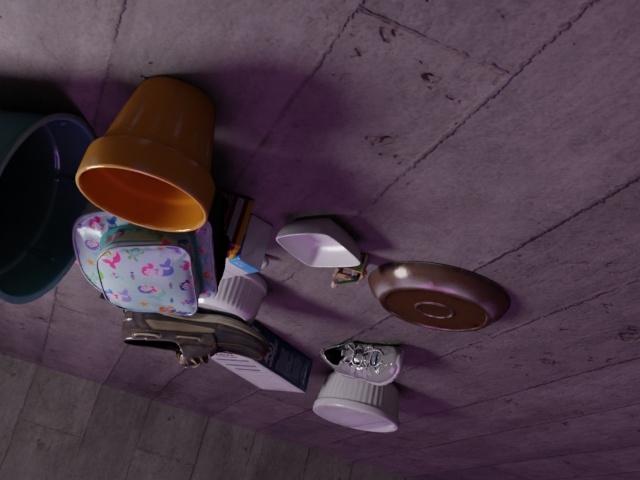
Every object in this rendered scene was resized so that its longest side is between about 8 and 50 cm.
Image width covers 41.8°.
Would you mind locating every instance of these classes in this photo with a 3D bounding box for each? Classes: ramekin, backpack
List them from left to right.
[{"bbox_3d":[-0.303,0.011,1.468,0.254,0.191,0.225,8,134,6],"label":"backpack"},{"bbox_3d":[-0.237,0.134,2.014,0.207,0.109,0.207,12,157,5],"label":"ramekin"},{"bbox_3d":[0.121,0.494,2.594,0.273,0.127,0.273,12,156,6],"label":"ramekin"}]

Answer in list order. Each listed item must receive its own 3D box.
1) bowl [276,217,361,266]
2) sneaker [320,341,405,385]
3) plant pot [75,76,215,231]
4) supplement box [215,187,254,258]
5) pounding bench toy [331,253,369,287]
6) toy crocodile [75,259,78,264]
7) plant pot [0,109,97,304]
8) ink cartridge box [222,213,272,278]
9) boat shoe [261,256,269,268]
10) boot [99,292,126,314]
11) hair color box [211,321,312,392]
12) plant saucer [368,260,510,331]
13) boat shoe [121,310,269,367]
[{"bbox_3d":[0.000,0.000,1.647,0.142,0.053,0.142,-4,151,36],"label":"bowl"},{"bbox_3d":[0.108,0.325,2.246,0.115,0.105,0.281,30,153,-32],"label":"sneaker"},{"bbox_3d":[-0.250,-0.142,1.302,0.205,0.187,0.205,11,156,5],"label":"plant pot"},{"bbox_3d":[-0.235,-0.049,1.607,0.188,0.104,0.081,19,156,-10],"label":"supplement box"},{"bbox_3d":[0.062,0.066,1.721,0.065,0.083,0.052,17,156,-4],"label":"pounding bench toy"},{"bbox_3d":[-0.535,0.015,1.922,0.341,0.105,0.115,23,155,-20],"label":"toy crocodile"},{"bbox_3d":[-0.621,-0.102,1.475,0.334,0.341,0.341,18,158,13],"label":"plant pot"},{"bbox_3d":[-0.187,0.018,1.728,0.060,0.104,0.180,31,151,-34],"label":"ink cartridge box"},{"bbox_3d":[-0.163,0.036,1.847,0.100,0.035,0.035,15,160,15],"label":"boat shoe"},{"bbox_3d":[-0.571,0.167,2.358,0.099,0.045,0.121,18,149,-14],"label":"boot"},{"bbox_3d":[-0.186,0.335,2.439,0.174,0.105,0.347,-2,152,32],"label":"hair color box"},{"bbox_3d":[0.250,0.132,1.809,0.311,0.050,0.310,13,158,5],"label":"plant saucer"},{"bbox_3d":[-0.301,0.241,1.986,0.356,0.130,0.132,15,157,-1],"label":"boat shoe"}]
